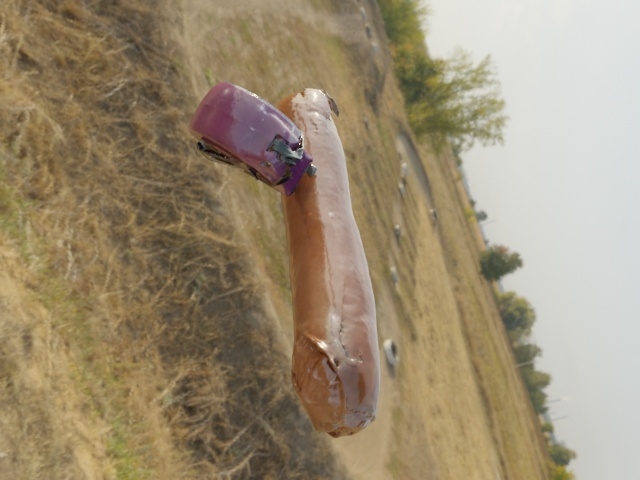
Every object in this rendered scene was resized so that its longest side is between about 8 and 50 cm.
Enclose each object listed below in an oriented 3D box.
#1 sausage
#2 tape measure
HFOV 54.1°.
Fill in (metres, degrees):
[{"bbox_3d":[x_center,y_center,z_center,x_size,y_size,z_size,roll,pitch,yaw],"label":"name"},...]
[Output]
[{"bbox_3d":[0.000,0.000,0.681,0.094,0.094,0.419,83,-1,-55],"label":"sausage"},{"bbox_3d":[-0.069,-0.101,0.636,0.125,0.074,0.118,29,-5,13],"label":"tape measure"}]
